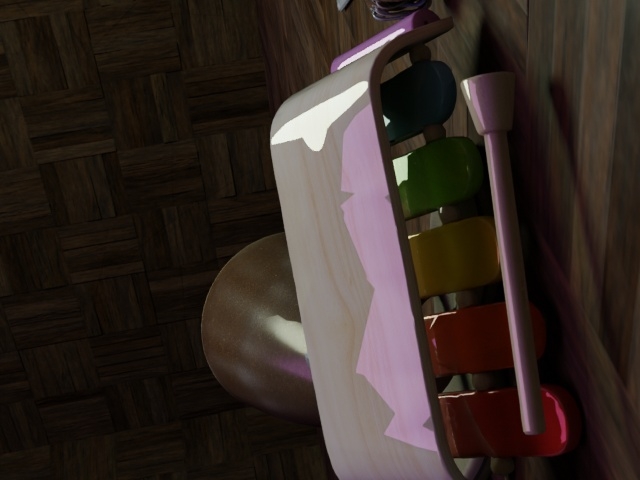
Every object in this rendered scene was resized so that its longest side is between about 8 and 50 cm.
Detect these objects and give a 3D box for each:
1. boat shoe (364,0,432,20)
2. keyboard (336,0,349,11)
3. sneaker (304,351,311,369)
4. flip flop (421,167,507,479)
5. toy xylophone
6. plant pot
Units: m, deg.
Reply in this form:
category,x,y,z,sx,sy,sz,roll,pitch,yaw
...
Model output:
category,x,y,z,sx,sy,sz,roll,pitch,yaw
boat shoe,0.053,-0.185,0.780,0.183,0.066,0.066,-88,-13,-62
keyboard,0.028,-0.282,1.152,0.256,0.014,0.072,-156,51,-85
sneaker,0.089,0.172,0.957,0.258,0.091,0.094,60,170,-17
flip flop,0.079,0.062,0.816,0.112,0.080,0.277,-115,18,-56
toy xylophone,0.065,0.022,0.691,0.236,0.081,0.322,-4,93,56
plant pot,0.006,0.113,1.245,0.230,0.215,0.215,-157,55,-67
